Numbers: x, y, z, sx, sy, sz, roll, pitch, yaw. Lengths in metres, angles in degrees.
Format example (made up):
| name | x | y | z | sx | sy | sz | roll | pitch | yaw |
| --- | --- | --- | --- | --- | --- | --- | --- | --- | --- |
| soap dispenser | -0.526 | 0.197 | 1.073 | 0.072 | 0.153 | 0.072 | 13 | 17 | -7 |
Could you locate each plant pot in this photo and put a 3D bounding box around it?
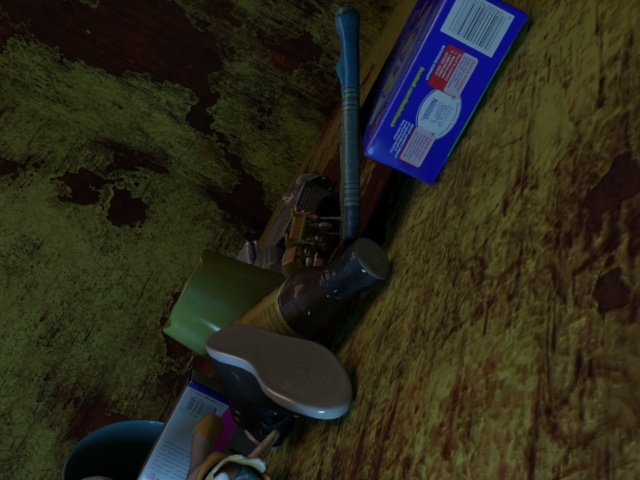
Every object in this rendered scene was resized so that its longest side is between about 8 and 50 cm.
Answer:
| name | x | y | z | sx | sy | sz | roll | pitch | yaw |
| --- | --- | --- | --- | --- | --- | --- | --- | --- | --- |
| plant pot | -0.372 | 0.549 | 1.378 | 0.293 | 0.293 | 0.235 | -80 | 5 | -64 |
| plant pot | -0.155 | 0.149 | 1.340 | 0.276 | 0.254 | 0.276 | -61 | 8 | 14 |

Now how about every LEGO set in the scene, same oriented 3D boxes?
| name | x | y | z | sx | sy | sz | roll | pitch | yaw |
| --- | --- | --- | --- | --- | --- | --- | --- | --- | --- |
| LEGO set | 0.000 | 0.000 | 1.312 | 0.287 | 0.107 | 0.132 | -9 | -81 | -84 |

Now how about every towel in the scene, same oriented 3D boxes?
| name | x | y | z | sx | sy | sz | roll | pitch | yaw |
| --- | --- | --- | --- | --- | --- | --- | --- | --- | --- |
| towel | 0.046 | -0.172 | 1.174 | 0.271 | 0.040 | 0.370 | 72 | -162 | -84 |
| towel | -0.189 | 0.151 | 1.845 | 0.187 | 0.049 | 0.282 | 130 | 134 | -63 |

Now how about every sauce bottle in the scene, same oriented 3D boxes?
| name | x | y | z | sx | sy | sz | roll | pitch | yaw |
| --- | --- | --- | --- | --- | --- | --- | --- | --- | --- |
| sauce bottle | -0.031 | 0.112 | 1.065 | 0.344 | 0.111 | 0.111 | -38 | 22 | 35 |

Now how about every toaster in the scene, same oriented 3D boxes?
| name | x | y | z | sx | sy | sz | roll | pitch | yaw |
| --- | --- | --- | --- | --- | --- | --- | --- | --- | --- |
| toaster | -0.121 | 0.129 | 1.640 | 0.227 | 0.129 | 0.146 | -61 | 10 | 10 |

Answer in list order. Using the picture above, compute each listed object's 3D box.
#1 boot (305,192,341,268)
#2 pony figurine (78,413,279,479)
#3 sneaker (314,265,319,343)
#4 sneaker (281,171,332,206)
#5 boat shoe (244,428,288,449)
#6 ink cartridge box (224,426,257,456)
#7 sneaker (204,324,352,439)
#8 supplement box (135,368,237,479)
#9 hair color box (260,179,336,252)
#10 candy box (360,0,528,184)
| name | x | y | z | sx | sy | sz | roll | pitch | yaw |
| --- | --- | --- | --- | --- | --- | --- | --- | --- | --- |
| boot | 0.014 | -0.014 | 1.530 | 0.106 | 0.082 | 0.219 | -34 | -25 | -58 |
| pony figurine | -0.195 | 0.375 | 0.882 | 0.351 | 0.303 | 0.363 | -47 | 2 | -18 |
| sneaker | -0.024 | 0.131 | 1.194 | 0.188 | 0.078 | 0.067 | -67 | 10 | -14 |
| sneaker | -0.011 | -0.145 | 2.012 | 0.122 | 0.110 | 0.283 | -27 | 13 | 21 |
| boat shoe | -0.075 | 0.262 | 1.116 | 0.206 | 0.075 | 0.065 | -76 | 12 | -74 |
| ink cartridge box | -0.190 | 0.487 | 1.163 | 0.165 | 0.065 | 0.332 | -58 | 10 | 28 |
| sneaker | -0.047 | 0.220 | 0.968 | 0.104 | 0.146 | 0.296 | -31 | 27 | -32 |
| supplement box | -0.232 | 0.359 | 1.224 | 0.220 | 0.111 | 0.114 | -62 | 8 | -5 |
| hair color box | -0.072 | -0.005 | 1.824 | 0.174 | 0.105 | 0.347 | -70 | 10 | -25 |
| candy box | 0.171 | -0.261 | 1.077 | 0.268 | 0.122 | 0.317 | -62 | 9 | 19 |
